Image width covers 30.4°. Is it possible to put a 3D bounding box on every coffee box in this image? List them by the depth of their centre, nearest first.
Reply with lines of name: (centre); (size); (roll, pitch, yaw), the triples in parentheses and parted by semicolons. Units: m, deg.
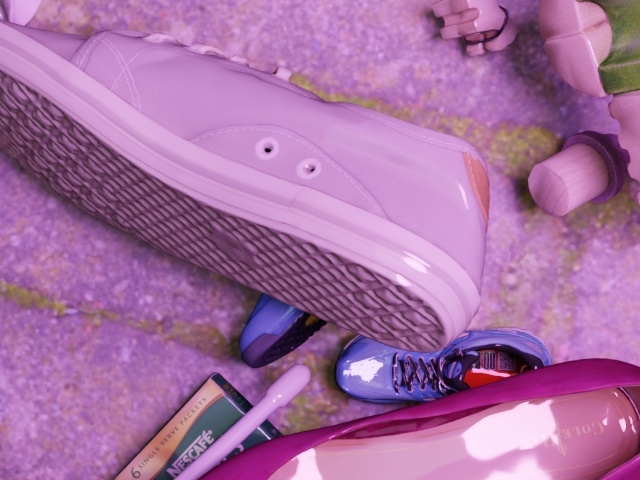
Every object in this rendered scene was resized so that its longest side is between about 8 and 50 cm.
coffee box: (-0.053, 0.203, 0.891); (0.184, 0.040, 0.113); (45, 95, 3)

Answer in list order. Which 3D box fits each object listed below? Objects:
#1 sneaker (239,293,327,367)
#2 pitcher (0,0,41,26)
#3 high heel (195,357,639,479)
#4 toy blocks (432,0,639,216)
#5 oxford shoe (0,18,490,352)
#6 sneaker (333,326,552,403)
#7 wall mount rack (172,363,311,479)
sneaker: (0.000, 0.000, 0.876); (0.082, 0.069, 0.209); (41, 94, 15)
pitcher: (-0.295, -0.228, 0.878); (0.207, 0.125, 0.178); (31, 109, -7)
high heel: (0.053, 0.154, 0.739); (0.377, 0.181, 0.127); (-19, 77, -25)
toy blocks: (0.274, -0.182, 0.796); (0.260, 0.309, 0.289); (-27, 102, -27)
oxford shoe: (-0.080, -0.069, 0.803); (0.449, 0.169, 0.130); (23, 67, 21)
sneaker: (0.089, 0.089, 0.861); (0.162, 0.073, 0.063); (-5, 90, 5)
wall mount rack: (-0.066, 0.271, 0.818); (0.304, 0.130, 0.350); (-41, 88, 11)
